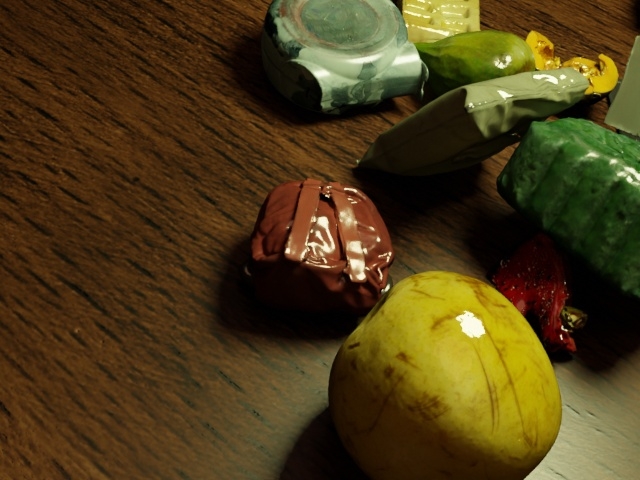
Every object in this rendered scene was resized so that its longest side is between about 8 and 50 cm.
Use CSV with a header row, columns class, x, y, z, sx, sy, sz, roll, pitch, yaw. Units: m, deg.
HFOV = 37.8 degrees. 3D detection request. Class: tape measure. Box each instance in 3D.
class,x,y,z,sx,sy,sz,roll,pitch,yaw
tape measure,0.026,-0.334,1.649,0.256,0.147,0.275,-12,55,-19

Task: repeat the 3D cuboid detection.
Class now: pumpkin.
class,x,y,z,sx,sy,sz,roll,pitch,yaw
pumpkin,0.443,-0.302,1.729,0.184,0.107,0.119,22,54,-1

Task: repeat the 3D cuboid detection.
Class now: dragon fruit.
class,x,y,z,sx,sy,sz,roll,pitch,yaw
dragon fruit,0.324,0.075,1.363,0.123,0.092,0.192,4,47,-8

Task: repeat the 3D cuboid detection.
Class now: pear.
class,x,y,z,sx,sy,sz,roll,pitch,yaw
pear,0.147,0.180,1.121,0.281,0.280,0.280,6,47,-6

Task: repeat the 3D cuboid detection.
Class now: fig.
class,x,y,z,sx,sy,sz,roll,pitch,yaw
fig,0.268,-0.291,1.662,0.234,0.167,0.167,-4,31,43

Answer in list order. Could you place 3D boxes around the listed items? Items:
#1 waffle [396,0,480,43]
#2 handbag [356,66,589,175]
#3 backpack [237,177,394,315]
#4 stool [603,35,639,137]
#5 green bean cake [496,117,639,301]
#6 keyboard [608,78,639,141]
class,x,y,z,sx,sy,sz,roll,pitch,yaw
waffle,0.236,-0.464,1.869,0.168,0.057,0.274,10,46,-3
handbag,0.235,-0.176,1.460,0.253,0.316,0.109,-16,85,-29
backpack,0.000,0.001,1.331,0.229,0.138,0.229,6,49,-7
stool,0.662,-0.217,1.553,0.244,0.170,0.269,14,15,-14
green bean cake,0.459,-0.057,1.403,0.300,0.169,0.308,-4,39,-50
keyboard,0.599,-0.215,1.741,0.106,0.016,0.262,7,47,-5
